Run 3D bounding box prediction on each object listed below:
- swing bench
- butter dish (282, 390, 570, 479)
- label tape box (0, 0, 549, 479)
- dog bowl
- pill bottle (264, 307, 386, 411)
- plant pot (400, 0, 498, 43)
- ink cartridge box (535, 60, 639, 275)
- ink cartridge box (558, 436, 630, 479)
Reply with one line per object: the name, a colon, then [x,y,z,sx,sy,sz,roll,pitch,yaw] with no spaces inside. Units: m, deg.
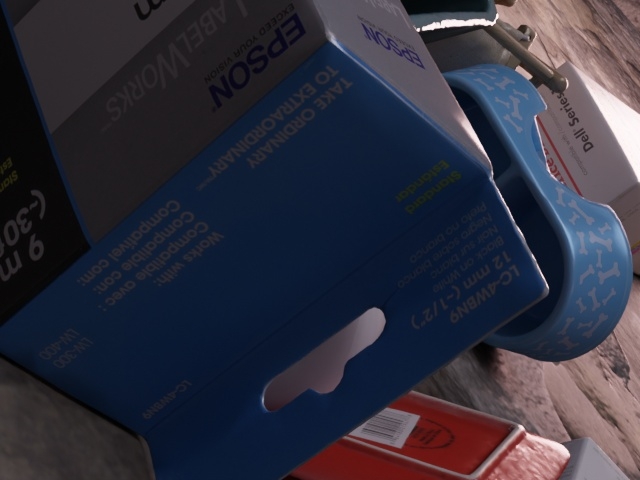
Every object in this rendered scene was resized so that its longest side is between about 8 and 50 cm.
swing bench: [0.087,-0.246,1.333,0.253,0.165,0.255,33,30,-36]
butter dish: [0.047,0.162,0.761,0.160,0.118,0.160,16,16,21]
label tape box: [-0.075,-0.056,0.668,0.115,0.249,0.348,21,38,-50]
dog bowl: [0.155,-0.028,1.167,0.074,0.166,0.297,1,54,-46]
pill bottle: [0.000,0.000,0.852,0.146,0.146,0.264,51,24,-2]
plant pot: [-0.057,-0.223,0.902,0.247,0.252,0.248,-25,97,-65]
ink cartridge box: [0.360,-0.091,1.659,0.353,0.119,0.207,21,39,-50]
ink cartridge box: [0.217,0.291,0.979,0.189,0.066,0.232,46,45,-13]
